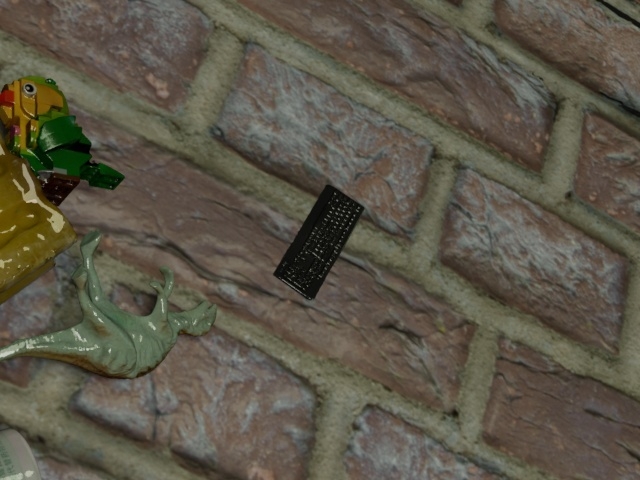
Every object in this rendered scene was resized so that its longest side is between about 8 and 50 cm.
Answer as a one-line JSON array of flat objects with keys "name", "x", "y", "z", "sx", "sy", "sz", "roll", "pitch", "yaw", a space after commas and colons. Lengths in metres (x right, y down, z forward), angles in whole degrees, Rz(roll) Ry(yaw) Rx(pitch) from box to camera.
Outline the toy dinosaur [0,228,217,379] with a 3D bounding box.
[{"name": "toy dinosaur", "x": -0.297, "y": 0.109, "z": 1.682, "sx": 0.393, "sy": 0.092, "sz": 0.206, "roll": -33, "pitch": 116, "yaw": -38}]

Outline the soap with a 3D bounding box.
[{"name": "soap", "x": -0.520, "y": -0.015, "z": 1.596, "sx": 0.293, "sy": 0.156, "sz": 0.335, "roll": 49, "pitch": 54, "yaw": 2}]

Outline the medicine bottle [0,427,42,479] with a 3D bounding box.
[{"name": "medicine bottle", "x": -0.468, "y": 0.315, "z": 1.487, "sx": 0.274, "sy": 0.133, "sz": 0.133, "roll": -14, "pitch": 76, "yaw": -32}]

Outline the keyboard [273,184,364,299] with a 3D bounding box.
[{"name": "keyboard", "x": 0.001, "y": -0.001, "z": 1.959, "sx": 0.074, "sy": 0.015, "sz": 0.196, "roll": 37, "pitch": 55, "yaw": -9}]

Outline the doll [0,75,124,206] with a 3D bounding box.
[{"name": "doll", "x": -0.371, "y": -0.139, "z": 1.762, "sx": 0.134, "sy": 0.106, "sz": 0.186, "roll": -25, "pitch": 81, "yaw": -40}]
